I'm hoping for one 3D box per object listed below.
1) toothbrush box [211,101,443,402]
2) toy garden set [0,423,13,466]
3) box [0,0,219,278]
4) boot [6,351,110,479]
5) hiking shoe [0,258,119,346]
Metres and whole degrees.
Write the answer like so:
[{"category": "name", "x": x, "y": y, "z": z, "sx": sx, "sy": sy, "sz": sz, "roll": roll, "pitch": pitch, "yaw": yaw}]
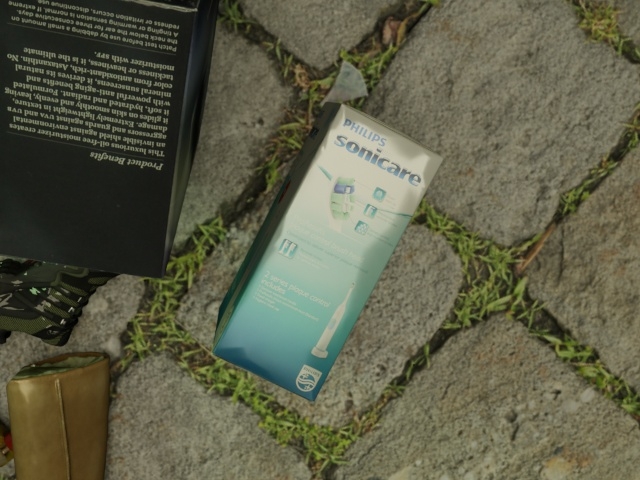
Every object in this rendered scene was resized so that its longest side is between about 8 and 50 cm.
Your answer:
[{"category": "toothbrush box", "x": 0.000, "y": 0.000, "z": 1.078, "sx": 0.126, "sy": 0.216, "sz": 0.295, "roll": 28, "pitch": 97, "yaw": -8}, {"category": "toy garden set", "x": -0.501, "y": 0.240, "z": 1.169, "sx": 0.204, "sy": 0.049, "sz": 0.244, "roll": -40, "pitch": 98, "yaw": 5}, {"category": "box", "x": -0.203, "y": -0.172, "z": 0.949, "sx": 0.183, "sy": 0.296, "sz": 0.294, "roll": 10, "pitch": 128, "yaw": -6}, {"category": "boot", "x": -0.346, "y": 0.284, "z": 1.121, "sx": 0.089, "sy": 0.236, "sz": 0.269, "roll": 8, "pitch": 104, "yaw": 35}, {"category": "hiking shoe", "x": -0.308, "y": 0.063, "z": 1.145, "sx": 0.227, "sy": 0.086, "sz": 0.114, "roll": -17, "pitch": 113, "yaw": 5}]
